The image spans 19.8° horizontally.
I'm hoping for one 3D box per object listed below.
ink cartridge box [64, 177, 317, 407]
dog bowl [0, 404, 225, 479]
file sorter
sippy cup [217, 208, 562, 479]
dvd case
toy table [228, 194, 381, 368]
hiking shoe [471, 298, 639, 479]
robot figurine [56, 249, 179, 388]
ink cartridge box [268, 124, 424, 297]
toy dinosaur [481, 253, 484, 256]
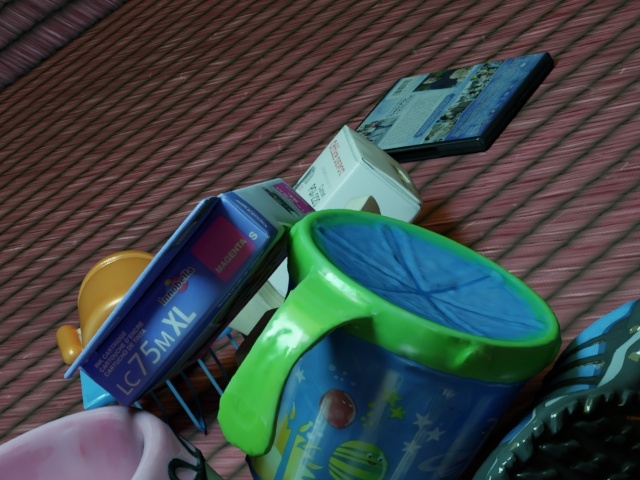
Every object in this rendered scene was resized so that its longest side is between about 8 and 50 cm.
[{"bbox_3d":[-0.100,0.040,1.529,0.186,0.065,0.311,-50,-6,9],"label":"ink cartridge box"},{"bbox_3d":[-0.232,0.284,1.408,0.408,0.150,0.408,-27,18,10],"label":"dog bowl"},{"bbox_3d":[-0.152,0.144,1.915,0.170,0.104,0.118,-30,23,2],"label":"file sorter"},{"bbox_3d":[0.049,0.124,1.520,0.240,0.305,0.224,-118,48,-63],"label":"sippy cup"},{"bbox_3d":[0.146,-0.156,2.246,0.253,0.022,0.180,-5,36,46],"label":"dvd case"},{"bbox_3d":[0.022,0.093,1.738,0.252,0.161,0.274,-18,26,28],"label":"toy table"},{"bbox_3d":[0.220,0.148,1.480,0.304,0.113,0.132,-37,9,-27],"label":"hiking shoe"},{"bbox_3d":[-0.208,0.089,2.069,0.158,0.128,0.219,-56,21,13],"label":"robot figurine"},{"bbox_3d":[0.000,0.000,1.931,0.218,0.092,0.158,-48,15,9],"label":"ink cartridge box"},{"bbox_3d":[0.095,0.024,1.926,0.112,0.064,0.211,-29,30,-25],"label":"toy dinosaur"}]
